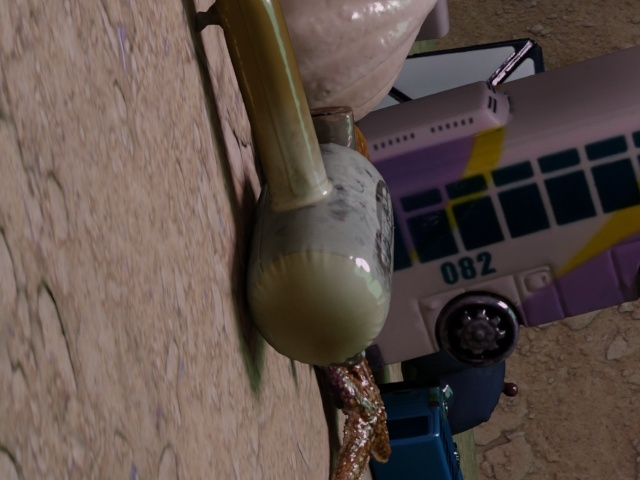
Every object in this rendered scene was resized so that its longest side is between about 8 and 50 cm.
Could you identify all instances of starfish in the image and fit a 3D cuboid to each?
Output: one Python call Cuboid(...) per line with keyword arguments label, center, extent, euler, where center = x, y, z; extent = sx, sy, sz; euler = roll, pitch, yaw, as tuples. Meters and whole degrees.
Cuboid(label="starfish", center=(0.035, 0.160, 1.795), extent=(0.238, 0.057, 0.213), euler=(-92, 163, -47))

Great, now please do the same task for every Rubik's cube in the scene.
Cuboid(label="Rubik's cube", center=(0.172, -0.074, 2.376), extent=(0.248, 0.250, 0.246), euler=(72, 12, -63))

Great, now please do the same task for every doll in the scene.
Cuboid(label="doll", center=(0.137, 0.106, 2.213), extent=(0.228, 0.154, 0.258), euler=(-67, 150, -47))

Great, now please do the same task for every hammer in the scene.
Cuboid(label="hammer", center=(-0.025, -0.074, 1.417), extent=(0.202, 0.113, 0.305), euler=(-91, 165, -61))

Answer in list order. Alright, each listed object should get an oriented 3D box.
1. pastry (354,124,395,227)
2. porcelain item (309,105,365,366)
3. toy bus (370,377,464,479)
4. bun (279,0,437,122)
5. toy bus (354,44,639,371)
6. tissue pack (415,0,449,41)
Cuboid(label="pastry", center=(0.008, -0.040, 1.707), extent=(0.153, 0.081, 0.153), euler=(-5, 90, -73))
Cuboid(label="porcelain item", center=(0.000, 0.000, 1.599), extent=(0.069, 0.081, 0.216), euler=(-67, 150, -81))
Cuboid(label="toy bus", center=(0.104, 0.245, 2.111), extent=(0.106, 0.090, 0.185), euler=(-89, 167, -47))
Cuboid(label="bun", center=(0.036, -0.235, 1.780), extent=(0.263, 0.175, 0.263), euler=(-7, 90, -81))
Cuboid(label="toy bus", center=(0.209, -0.041, 1.946), extent=(0.209, 0.440, 0.249), euler=(-82, 154, -65))
Cuboid(label="tissue pack", center=(0.044, -0.335, 2.012), extent=(0.136, 0.159, 0.246), euler=(64, 18, -72))
